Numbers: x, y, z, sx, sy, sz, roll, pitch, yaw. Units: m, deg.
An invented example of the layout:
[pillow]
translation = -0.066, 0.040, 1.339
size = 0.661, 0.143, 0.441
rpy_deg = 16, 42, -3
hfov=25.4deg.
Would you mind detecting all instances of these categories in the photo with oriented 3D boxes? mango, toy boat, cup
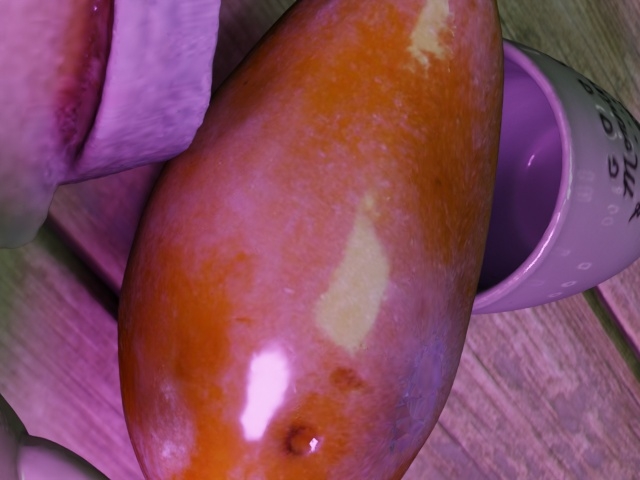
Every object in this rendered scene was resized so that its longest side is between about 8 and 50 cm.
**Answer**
[mango]
translation = 0.000, 0.000, 0.830
size = 0.221, 0.199, 0.383
rpy_deg = 13, 97, -58
[toy boat]
translation = -0.172, -0.100, 0.684
size = 0.294, 0.111, 0.276
rpy_deg = -21, 143, -11
[cup]
translation = 0.130, -0.075, 1.020
size = 0.234, 0.186, 0.258
rpy_deg = 2, 64, -55

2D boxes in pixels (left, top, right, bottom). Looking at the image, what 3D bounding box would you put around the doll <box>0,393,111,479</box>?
[doll]
translation = -0.268, 0.164, 0.567
size = 0.370, 0.226, 0.215
rpy_deg = -37, 150, -28
